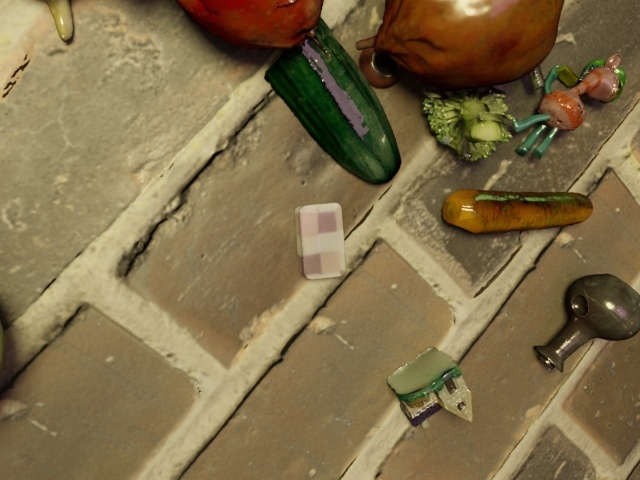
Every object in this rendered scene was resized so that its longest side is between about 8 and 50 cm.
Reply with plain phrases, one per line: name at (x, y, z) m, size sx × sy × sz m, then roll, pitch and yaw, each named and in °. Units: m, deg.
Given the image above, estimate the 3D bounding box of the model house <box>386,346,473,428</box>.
model house at (0.171, 0.238, 0.727) m, size 0.101 × 0.088 × 0.100 m, roll -30°, pitch 103°, yaw -9°

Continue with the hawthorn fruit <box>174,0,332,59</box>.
hawthorn fruit at (-0.064, -0.298, 0.533) m, size 0.235 × 0.181 × 0.181 m, roll 41°, pitch 82°, yaw -7°

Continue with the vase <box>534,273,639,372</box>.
vase at (0.443, 0.143, 0.800) m, size 0.120 × 0.120 × 0.183 m, roll 40°, pitch 97°, yaw -18°

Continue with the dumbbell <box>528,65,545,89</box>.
dumbbell at (0.287, -0.346, 0.706) m, size 0.082 × 0.082 × 0.253 m, roll -28°, pitch 104°, yaw -14°

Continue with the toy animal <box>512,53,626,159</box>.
toy animal at (0.387, -0.222, 0.758) m, size 0.208 × 0.100 × 0.103 m, roll -41°, pitch 67°, yaw -7°

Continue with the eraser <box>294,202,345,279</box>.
eraser at (0.000, 0.000, 0.677) m, size 0.065 × 0.026 × 0.105 m, roll -6°, pitch 98°, yaw -21°

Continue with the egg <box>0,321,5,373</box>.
egg at (-0.434, 0.143, 0.463) m, size 0.186 × 0.186 × 0.253 m, roll 46°, pitch 78°, yaw -17°

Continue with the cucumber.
cucumber at (0.037, -0.181, 0.653) m, size 0.115 × 0.063 × 0.244 m, roll -45°, pitch 109°, yaw -8°

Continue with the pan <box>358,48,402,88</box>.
pan at (0.097, -0.276, 0.680) m, size 0.069 × 0.023 × 0.115 m, roll 16°, pitch 91°, yaw -18°

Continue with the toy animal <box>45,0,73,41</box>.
toy animal at (-0.254, -0.324, 0.461) m, size 0.168 × 0.233 × 0.121 m, roll 57°, pitch 44°, yaw -19°

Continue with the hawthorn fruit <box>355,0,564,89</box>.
hawthorn fruit at (0.167, -0.282, 0.607) m, size 0.248 × 0.208 × 0.208 m, roll -23°, pitch 103°, yaw 0°

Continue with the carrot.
carrot at (0.316, -0.049, 0.758) m, size 0.260 × 0.070 × 0.070 m, roll -3°, pitch 97°, yaw -20°

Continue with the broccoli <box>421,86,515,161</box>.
broccoli at (0.206, -0.159, 0.642) m, size 0.118 × 0.204 × 0.122 m, roll -18°, pitch 104°, yaw 16°
